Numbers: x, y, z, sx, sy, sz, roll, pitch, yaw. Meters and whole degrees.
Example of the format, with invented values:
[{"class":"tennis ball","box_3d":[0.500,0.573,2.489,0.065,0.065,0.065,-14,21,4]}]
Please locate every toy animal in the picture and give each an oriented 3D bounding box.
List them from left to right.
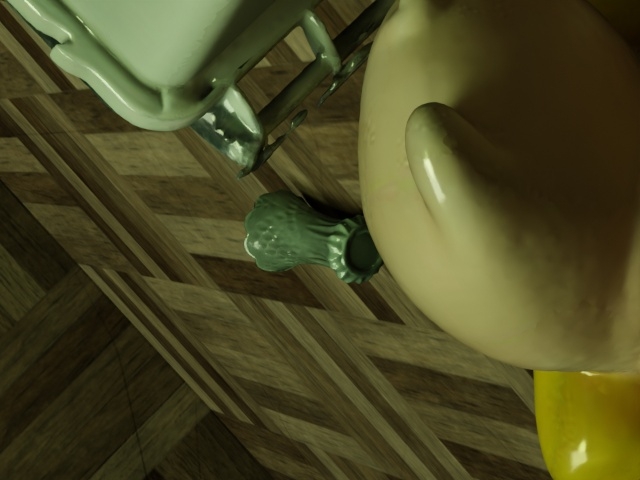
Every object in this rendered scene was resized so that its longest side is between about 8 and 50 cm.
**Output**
[{"class":"toy animal","box_3d":[0.190,-0.042,0.893,0.247,0.277,0.345,-6,143,34]}]

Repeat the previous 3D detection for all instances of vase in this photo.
[{"class":"vase","box_3d":[0.000,0.000,1.719,0.149,0.081,0.081,13,146,55]}]

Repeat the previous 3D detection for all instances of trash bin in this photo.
[{"class":"trash bin","box_3d":[-0.039,-0.229,0.939,0.296,0.256,0.368,47,157,-4]}]
